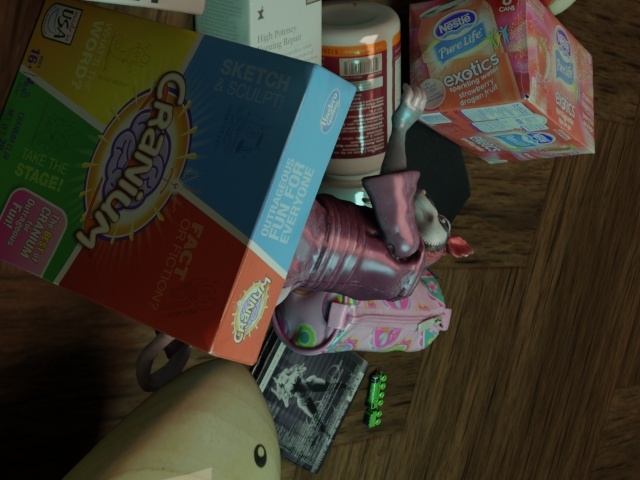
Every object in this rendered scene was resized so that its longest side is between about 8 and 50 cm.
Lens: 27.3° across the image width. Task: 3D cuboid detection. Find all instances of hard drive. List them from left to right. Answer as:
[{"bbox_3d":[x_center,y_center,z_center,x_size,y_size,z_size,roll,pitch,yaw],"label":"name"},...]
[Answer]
[{"bbox_3d":[0.115,-0.088,1.684,0.172,0.054,0.255,-54,142,-22],"label":"hard drive"}]

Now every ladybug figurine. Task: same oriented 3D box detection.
[{"bbox_3d":[-0.199,0.306,1.229,0.449,0.162,0.305,-46,175,5],"label":"ladybug figurine"}]

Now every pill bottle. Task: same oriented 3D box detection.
[{"bbox_3d":[0.031,-0.149,1.481,0.121,0.121,0.221,-31,130,-42],"label":"pill bottle"}]

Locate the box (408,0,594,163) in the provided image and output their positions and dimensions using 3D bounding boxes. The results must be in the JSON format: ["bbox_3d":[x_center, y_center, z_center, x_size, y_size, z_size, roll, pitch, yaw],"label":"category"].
[{"bbox_3d":[0.234,-0.197,1.645,0.300,0.154,0.142,18,71,-62],"label":"box"}]

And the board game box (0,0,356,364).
[{"bbox_3d":[-0.148,-0.062,1.113,0.064,0.316,0.242,21,88,-55],"label":"board game box"}]

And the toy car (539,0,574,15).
[{"bbox_3d":[0.232,-0.409,1.606,0.238,0.219,0.210,27,71,-22],"label":"toy car"}]

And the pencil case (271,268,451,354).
[{"bbox_3d":[0.054,0.080,1.615,0.284,0.124,0.124,8,99,-58],"label":"pencil case"}]

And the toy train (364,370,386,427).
[{"bbox_3d":[0.075,0.219,1.815,0.023,0.017,0.083,-10,115,-40],"label":"toy train"}]

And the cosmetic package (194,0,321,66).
[{"bbox_3d":[-0.063,-0.257,1.336,0.117,0.085,0.231,-29,130,-44],"label":"cosmetic package"}]

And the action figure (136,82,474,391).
[{"bbox_3d":[0.000,0.000,1.340,0.370,0.276,0.248,9,141,-22],"label":"action figure"}]

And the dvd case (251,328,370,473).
[{"bbox_3d":[-0.024,0.193,1.665,0.221,0.018,0.165,41,73,-53],"label":"dvd case"}]

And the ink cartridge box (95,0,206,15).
[{"bbox_3d":[-0.253,-0.229,1.020,0.332,0.165,0.065,-7,112,-53],"label":"ink cartridge box"}]
